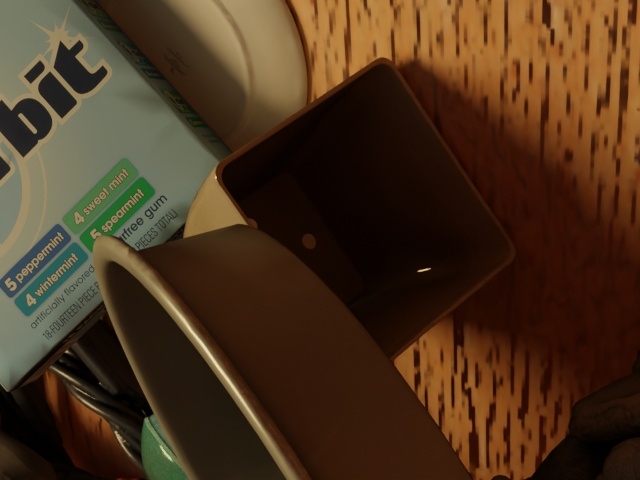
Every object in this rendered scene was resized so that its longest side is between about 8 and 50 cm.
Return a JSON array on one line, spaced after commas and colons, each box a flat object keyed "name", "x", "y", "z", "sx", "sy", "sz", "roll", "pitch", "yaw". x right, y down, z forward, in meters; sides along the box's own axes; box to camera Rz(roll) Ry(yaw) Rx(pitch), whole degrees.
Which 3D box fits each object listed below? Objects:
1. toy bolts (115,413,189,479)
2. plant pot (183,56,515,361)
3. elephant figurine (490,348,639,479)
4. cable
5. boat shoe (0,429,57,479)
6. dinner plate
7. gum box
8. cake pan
[{"name": "toy bolts", "x": -0.012, "y": 0.169, "z": 0.776, "sx": 0.228, "sy": 0.158, "sz": 0.218, "roll": 47, "pitch": 177, "yaw": -8}, {"name": "plant pot", "x": 0.000, "y": 0.000, "z": 0.648, "sx": 0.109, "sy": 0.109, "sz": 0.096, "roll": 56, "pitch": 148, "yaw": -5}, {"name": "elephant figurine", "x": 0.147, "y": 0.102, "z": 0.567, "sx": 0.186, "sy": 0.239, "sz": 0.169, "roll": 8, "pitch": 101, "yaw": -6}, {"name": "cable", "x": -0.142, "y": 0.125, "z": 0.879, "sx": 0.184, "sy": 0.047, "sz": 0.150, "roll": 48, "pitch": 136, "yaw": 3}, {"name": "boat shoe", "x": -0.284, "y": 0.122, "z": 0.958, "sx": 0.335, "sy": 0.095, "sz": 0.112, "roll": 29, "pitch": 155, "yaw": 45}, {"name": "dinner plate", "x": -0.068, "y": -0.092, "z": 0.704, "sx": 0.141, "sy": 0.017, "sz": 0.141, "roll": 22, "pitch": 130, "yaw": 29}, {"name": "gum box", "x": -0.153, "y": -0.047, "z": 0.703, "sx": 0.157, "sy": 0.041, "sz": 0.184, "roll": -43, "pitch": 87, "yaw": 11}, {"name": "cake pan", "x": 0.007, "y": 0.115, "z": 0.552, "sx": 0.293, "sy": 0.054, "sz": 0.293, "roll": 54, "pitch": 165, "yaw": 22}]
